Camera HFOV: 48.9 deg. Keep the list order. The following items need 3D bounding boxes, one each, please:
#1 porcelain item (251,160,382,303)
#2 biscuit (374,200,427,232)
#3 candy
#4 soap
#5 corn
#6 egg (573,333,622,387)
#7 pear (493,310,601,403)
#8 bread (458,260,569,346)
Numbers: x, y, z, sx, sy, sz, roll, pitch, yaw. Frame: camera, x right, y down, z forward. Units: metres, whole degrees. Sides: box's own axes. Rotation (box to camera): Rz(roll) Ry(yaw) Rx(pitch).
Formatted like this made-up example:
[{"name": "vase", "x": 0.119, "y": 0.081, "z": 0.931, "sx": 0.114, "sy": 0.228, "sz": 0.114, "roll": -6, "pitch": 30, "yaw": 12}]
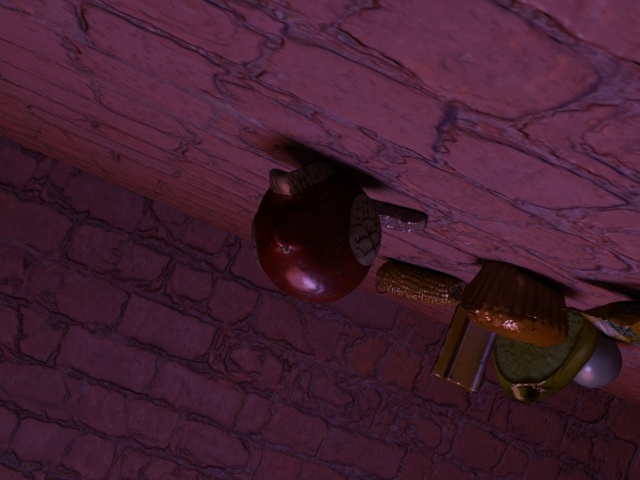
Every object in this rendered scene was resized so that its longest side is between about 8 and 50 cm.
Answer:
[{"name": "porcelain item", "x": -0.023, "y": -0.015, "z": 1.218, "sx": 0.252, "sy": 0.253, "sz": 0.253, "roll": 21, "pitch": 173, "yaw": 3}, {"name": "biscuit", "x": 0.115, "y": -0.052, "z": 1.416, "sx": 0.249, "sy": 0.032, "sz": 0.133, "roll": 17, "pitch": 173, "yaw": 30}, {"name": "candy", "x": 0.620, "y": 0.158, "z": 1.297, "sx": 0.297, "sy": 0.081, "sz": 0.187, "roll": 11, "pitch": 175, "yaw": -18}, {"name": "soap", "x": 0.423, "y": 0.276, "z": 1.964, "sx": 0.142, "sy": 0.281, "sz": 0.259, "roll": 24, "pitch": 172, "yaw": 5}, {"name": "corn", "x": 0.278, "y": 0.125, "z": 2.018, "sx": 0.293, "sy": 0.106, "sz": 0.106, "roll": 12, "pitch": 169, "yaw": 46}, {"name": "egg", "x": 0.732, "y": 0.321, "z": 1.897, "sx": 0.149, "sy": 0.150, "sz": 0.192, "roll": 19, "pitch": 179, "yaw": 23}, {"name": "pear", "x": 0.570, "y": 0.291, "z": 1.762, "sx": 0.238, "sy": 0.256, "sz": 0.164, "roll": 7, "pitch": 163, "yaw": 48}, {"name": "bread", "x": 0.424, "y": 0.144, "z": 1.523, "sx": 0.239, "sy": 0.139, "sz": 0.240, "roll": 22, "pitch": 173, "yaw": 3}]
